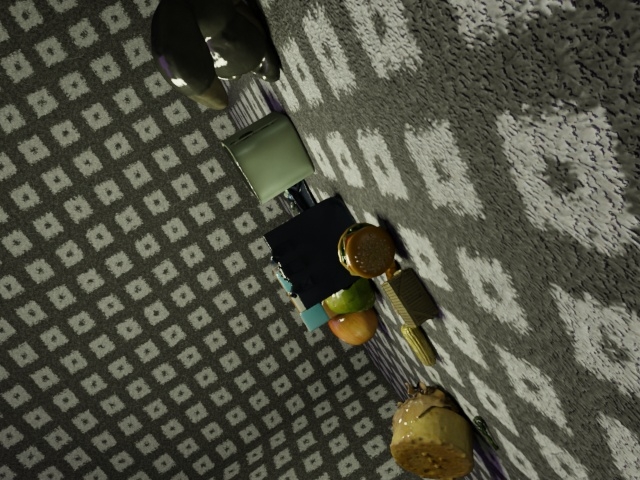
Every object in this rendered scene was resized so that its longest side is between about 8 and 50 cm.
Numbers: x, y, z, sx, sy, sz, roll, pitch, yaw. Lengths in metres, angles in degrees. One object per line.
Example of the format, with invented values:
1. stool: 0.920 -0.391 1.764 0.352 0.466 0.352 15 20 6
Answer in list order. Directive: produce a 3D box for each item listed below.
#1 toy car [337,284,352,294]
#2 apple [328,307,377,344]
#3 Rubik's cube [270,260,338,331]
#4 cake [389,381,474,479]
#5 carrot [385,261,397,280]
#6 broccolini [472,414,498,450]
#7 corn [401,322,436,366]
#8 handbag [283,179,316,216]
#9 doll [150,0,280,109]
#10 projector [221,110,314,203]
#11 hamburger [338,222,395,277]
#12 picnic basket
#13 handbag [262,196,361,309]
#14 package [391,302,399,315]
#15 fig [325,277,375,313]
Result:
1. toy car: 0.053 0.080 1.684 0.193 0.118 0.301 35 -151 -12
2. apple: 0.172 0.409 2.180 0.241 0.242 0.242 46 174 -5
3. Rubik's cube: -0.015 0.186 2.099 0.345 0.346 0.347 61 172 -11
4. cake: 0.449 0.734 1.693 0.332 0.332 0.321 62 -151 -30
5. carrot: 0.229 0.113 1.335 0.042 0.042 0.171 54 175 32
6. broccolini: 0.556 0.641 1.401 0.035 0.030 0.140 -30 98 47
7. corn: 0.346 0.363 1.479 0.165 0.063 0.085 57 164 -5
8. handbag: -0.115 -0.206 2.080 0.269 0.118 0.325 60 175 -17
9. doll: -0.294 -0.502 1.107 0.252 0.379 0.382 11 160 30
10. projector: -0.203 -0.320 1.617 0.248 0.249 0.248 62 172 -31
11. hamburger: 0.129 0.028 1.188 0.162 0.162 0.115 60 172 -14
12. picnic basket: 0.253 0.165 1.208 0.164 0.079 0.115 58 173 7
13. handbag: -0.008 0.042 1.483 0.303 0.329 0.122 59 173 0
14. package: 0.283 0.244 1.553 0.083 0.029 0.059 99 147 -63
15. fig: 0.102 0.184 1.863 0.314 0.233 0.233 61 175 33
